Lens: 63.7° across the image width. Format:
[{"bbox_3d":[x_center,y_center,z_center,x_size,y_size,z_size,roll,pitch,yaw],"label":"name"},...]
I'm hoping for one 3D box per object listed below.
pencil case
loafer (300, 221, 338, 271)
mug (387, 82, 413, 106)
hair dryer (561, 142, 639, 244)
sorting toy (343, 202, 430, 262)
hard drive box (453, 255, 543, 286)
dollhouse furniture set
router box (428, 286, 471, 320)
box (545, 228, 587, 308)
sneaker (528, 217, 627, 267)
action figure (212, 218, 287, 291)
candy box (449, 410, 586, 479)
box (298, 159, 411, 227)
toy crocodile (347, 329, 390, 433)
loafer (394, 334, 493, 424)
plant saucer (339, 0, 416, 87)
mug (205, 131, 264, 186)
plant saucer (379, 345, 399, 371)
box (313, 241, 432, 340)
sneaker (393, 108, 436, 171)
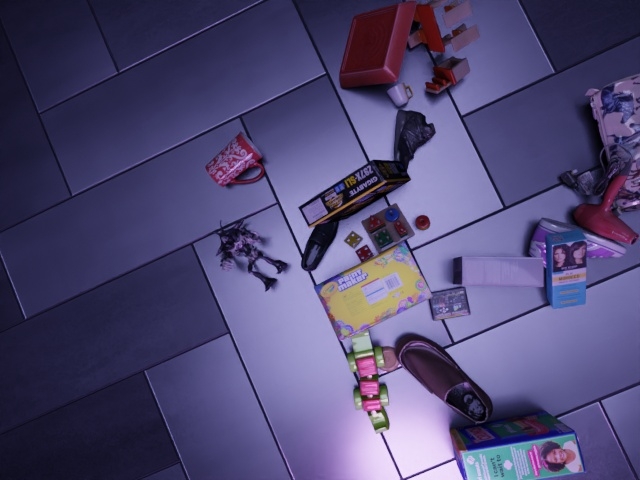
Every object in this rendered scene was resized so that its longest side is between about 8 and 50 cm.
[{"bbox_3d":[0.937,-0.283,1.563,0.184,0.160,0.409,-10,86,17],"label":"pencil case"},{"bbox_3d":[0.000,0.000,1.693,0.076,0.078,0.223,25,90,6],"label":"loafer"},{"bbox_3d":[0.267,-0.480,1.696,0.078,0.062,0.064,-25,93,11],"label":"mug"},{"bbox_3d":[0.844,-0.117,1.528,0.080,0.223,0.293,-17,79,-26],"label":"hair dryer"},{"bbox_3d":[0.207,-0.042,1.666,0.275,0.046,0.132,-28,62,5],"label":"sorting toy"},{"bbox_3d":[0.537,0.096,1.579,0.233,0.181,0.089,1,86,6],"label":"hard drive box"},{"bbox_3d":[0.360,-0.608,1.601,0.135,0.262,0.259,-34,121,-6],"label":"dollhouse furniture set"},{"bbox_3d":[0.413,0.203,1.659,0.123,0.038,0.092,-11,86,6],"label":"router box"},{"bbox_3d":[0.740,0.089,1.553,0.101,0.060,0.244,-11,121,9],"label":"box"},{"bbox_3d":[0.791,0.038,1.610,0.283,0.102,0.160,15,109,2],"label":"sneaker"},{"bbox_3d":[-0.248,0.036,1.690,0.276,0.141,0.164,37,93,3],"label":"action figure"},{"bbox_3d":[0.556,0.609,1.510,0.318,0.268,0.122,-14,82,5],"label":"candy box"},{"bbox_3d":[0.112,-0.143,1.534,0.257,0.322,0.079,-32,85,22],"label":"box"},{"bbox_3d":[0.153,0.441,1.628,0.115,0.105,0.340,-8,99,6],"label":"toy crocodile"},{"bbox_3d":[0.393,0.430,1.604,0.366,0.130,0.133,37,92,7],"label":"loafer"},{"bbox_3d":[0.165,-0.625,1.638,0.259,0.048,0.258,13,89,48],"label":"plant saucer"},{"bbox_3d":[-0.282,-0.253,1.722,0.169,0.113,0.150,-39,82,7],"label":"mug"},{"bbox_3d":[0.219,0.388,1.684,0.084,0.015,0.083,0,88,6],"label":"plant saucer"},{"bbox_3d":[0.160,0.149,1.569,0.290,0.279,0.176,-27,84,4],"label":"box"},{"bbox_3d":[0.303,-0.311,1.669,0.131,0.087,0.227,6,83,13],"label":"sneaker"}]
